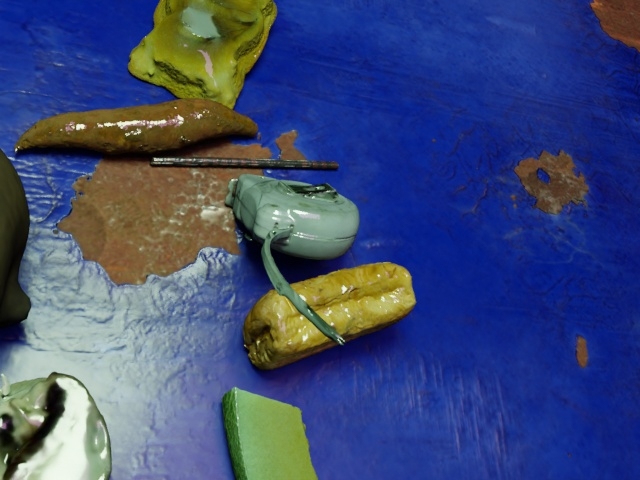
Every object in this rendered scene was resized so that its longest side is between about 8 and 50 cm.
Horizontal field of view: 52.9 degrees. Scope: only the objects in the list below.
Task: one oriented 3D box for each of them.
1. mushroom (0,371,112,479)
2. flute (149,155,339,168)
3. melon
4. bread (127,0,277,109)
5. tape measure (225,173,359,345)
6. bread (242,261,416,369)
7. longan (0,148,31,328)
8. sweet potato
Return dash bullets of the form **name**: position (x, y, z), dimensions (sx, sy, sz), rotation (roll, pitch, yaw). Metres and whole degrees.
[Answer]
- **mushroom**: position (-0.315, 0.229, 0.541), dimensions (0.267, 0.164, 0.190), rotation (-34, 85, -35)
- **flute**: position (-0.098, -0.107, 0.887), dimensions (0.269, 0.014, 0.014), rotation (-1, 66, -24)
- **melon**: position (-0.035, 0.283, 0.713), dimensions (0.114, 0.053, 0.262), rotation (-10, 73, -46)
- **bread**: position (-0.157, -0.303, 0.917), dimensions (0.160, 0.088, 0.233), rotation (26, 60, -15)
- **tape measure**: position (-0.001, -0.001, 0.729), dimensions (0.163, 0.084, 0.330), rotation (-1, 22, -23)
- **bread**: position (0.012, 0.088, 0.780), dimensions (0.210, 0.114, 0.083), rotation (-12, 68, -30)
- **longan**: position (-0.392, 0.000, 0.579), dimensions (0.300, 0.243, 0.300), rotation (25, 58, -47)
- **sweet potato**: position (-0.221, -0.140, 0.821), dimensions (0.314, 0.066, 0.072), rotation (-13, 37, -27)
